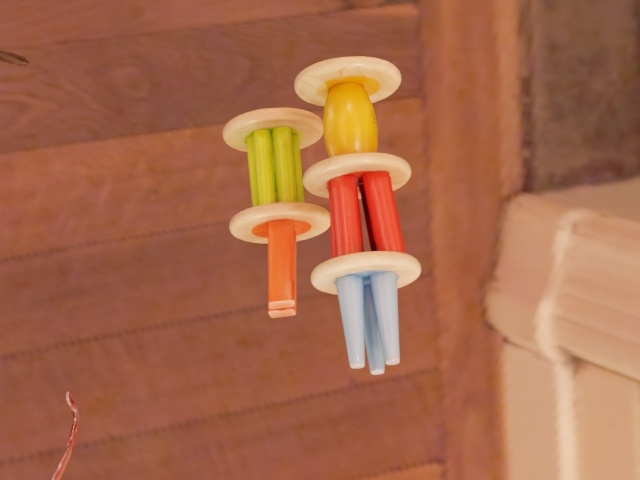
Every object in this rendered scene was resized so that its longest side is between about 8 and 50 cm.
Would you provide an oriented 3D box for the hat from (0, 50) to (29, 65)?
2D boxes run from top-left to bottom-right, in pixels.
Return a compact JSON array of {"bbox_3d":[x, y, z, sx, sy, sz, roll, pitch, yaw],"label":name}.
[{"bbox_3d":[-0.376,-0.207,1.399,0.331,0.331,0.134,4,90,-27],"label":"hat"}]

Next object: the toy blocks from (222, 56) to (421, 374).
[{"bbox_3d":[0.000,0.000,0.926,0.054,0.123,0.148,7,68,-32],"label":"toy blocks"}]

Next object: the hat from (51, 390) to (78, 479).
[{"bbox_3d":[-0.165,0.206,0.749,0.208,0.183,0.173,-16,127,17],"label":"hat"}]
